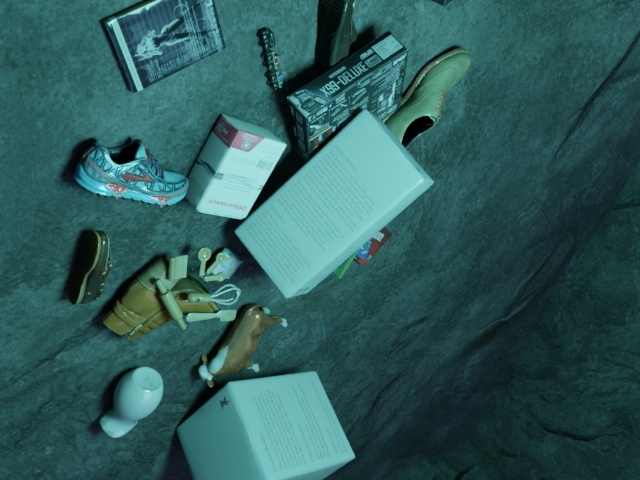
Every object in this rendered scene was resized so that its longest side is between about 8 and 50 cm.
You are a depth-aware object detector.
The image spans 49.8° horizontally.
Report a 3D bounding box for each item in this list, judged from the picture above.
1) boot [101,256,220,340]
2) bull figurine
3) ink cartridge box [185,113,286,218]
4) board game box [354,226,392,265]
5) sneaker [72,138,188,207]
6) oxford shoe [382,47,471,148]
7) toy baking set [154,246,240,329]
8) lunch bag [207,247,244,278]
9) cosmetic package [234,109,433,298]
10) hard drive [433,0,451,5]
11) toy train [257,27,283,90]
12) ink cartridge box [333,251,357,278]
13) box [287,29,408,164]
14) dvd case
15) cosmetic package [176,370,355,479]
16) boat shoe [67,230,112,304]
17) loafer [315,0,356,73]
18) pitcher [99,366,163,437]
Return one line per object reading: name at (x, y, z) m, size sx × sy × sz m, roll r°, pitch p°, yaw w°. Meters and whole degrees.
boot at (-0.399, 0.187, 1.772) m, size 0.220 × 0.109 × 0.283 m, roll -46°, pitch 142°, yaw -1°
bull figurine at (-0.238, 0.320, 2.082) m, size 0.188 × 0.101 × 0.310 m, roll 11°, pitch 119°, yaw -54°
ink cartridge box at (-0.205, -0.169, 1.625) m, size 0.159 × 0.092 × 0.217 m, roll 10°, pitch 117°, yaw -49°
board game box at (0.119, -0.024, 2.153) m, size 0.145 × 0.027 × 0.281 m, roll -49°, pitch 145°, yaw 3°
sneaker at (-0.380, -0.148, 1.462) m, size 0.262 × 0.104 × 0.125 m, roll 4°, pitch 121°, yaw -47°
oxford shoe at (0.302, -0.375, 1.890) m, size 0.348 × 0.130 × 0.123 m, roll -46°, pitch 145°, yaw 2°
toy baking set at (-0.298, 0.133, 1.729) m, size 0.197 × 0.030 × 0.256 m, roll -30°, pitch 123°, yaw -23°
lunch bag at (-0.257, 0.058, 1.838) m, size 0.071 × 0.053 × 0.083 m, roll -50°, pitch 154°, yaw 11°
cosmetic package at (0.033, -0.084, 1.736) m, size 0.453 × 0.230 × 0.161 m, roll -41°, pitch 169°, yaw 15°
hard drive at (0.349, -0.733, 1.557) m, size 0.237 × 0.064 × 0.339 m, roll -44°, pitch 157°, yaw -32°
toy train at (-0.109, -0.404, 1.542) m, size 0.036 × 0.027 × 0.158 m, roll -41°, pitch 146°, yaw -24°
ink cartridge box at (0.000, 0.000, 1.898) m, size 0.062 × 0.209 × 0.109 m, roll 11°, pitch 117°, yaw -50°
box at (0.069, -0.338, 1.689) m, size 0.307 × 0.076 × 0.242 m, roll -36°, pitch 161°, yaw -12°
dvd case at (-0.299, -0.404, 1.357) m, size 0.221 × 0.018 × 0.164 m, roll -33°, pitch 144°, yaw -18°
cosmetic package at (-0.177, 0.649, 2.213) m, size 0.394 × 0.329 × 0.327 m, roll 5°, pitch 141°, yaw -47°
boat shoe at (-0.514, 0.059, 1.568) m, size 0.073 × 0.073 × 0.207 m, roll -5°, pitch 136°, yaw -44°
loafer at (0.042, -0.486, 1.575) m, size 0.078 × 0.080 × 0.220 m, roll -26°, pitch 151°, yaw -31°
pitcher at (-0.505, 0.438, 1.932) m, size 0.207 × 0.125 × 0.178 m, roll -54°, pitch 166°, yaw 30°
